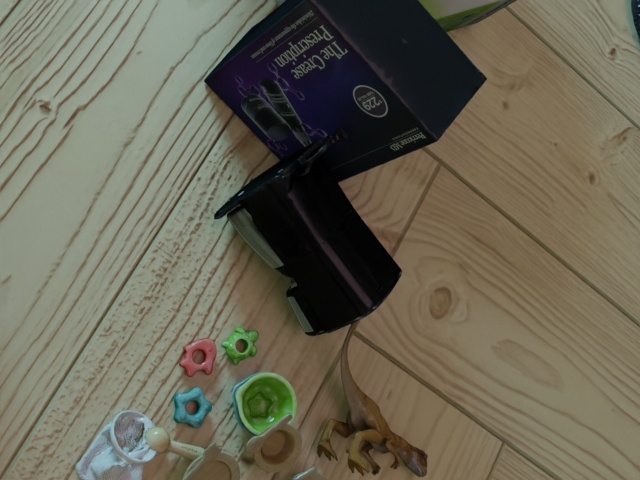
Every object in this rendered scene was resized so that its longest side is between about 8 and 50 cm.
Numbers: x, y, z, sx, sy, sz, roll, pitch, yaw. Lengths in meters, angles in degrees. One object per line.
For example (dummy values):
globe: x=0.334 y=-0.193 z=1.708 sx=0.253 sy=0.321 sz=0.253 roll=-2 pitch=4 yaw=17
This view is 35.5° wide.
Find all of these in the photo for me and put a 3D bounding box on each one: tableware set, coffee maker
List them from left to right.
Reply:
tableware set: x=-0.062 y=0.261 z=1.034 sx=0.141 sy=0.020 sz=0.168 roll=-33 pitch=118 yaw=-18
coffee maker: x=0.000 y=0.000 z=1.052 sx=0.120 sy=0.171 sz=0.178 roll=-43 pitch=102 yaw=-28

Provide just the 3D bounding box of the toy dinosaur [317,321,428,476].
toy dinosaur: x=0.044 y=0.194 z=1.113 sx=0.112 sy=0.064 sz=0.211 roll=-49 pitch=118 yaw=-36

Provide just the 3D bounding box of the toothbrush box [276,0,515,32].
toothbrush box: x=0.085 y=-0.342 z=1.185 sx=0.283 sy=0.122 sz=0.206 roll=-21 pitch=92 yaw=-30

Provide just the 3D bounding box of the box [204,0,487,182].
box: x=0.016 y=-0.167 z=1.038 sx=0.184 sy=0.261 sz=0.103 roll=43 pitch=65 yaw=-15

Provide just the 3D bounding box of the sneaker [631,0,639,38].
sneaker: x=0.514 y=-0.282 z=1.442 sx=0.209 sy=0.069 sz=0.082 roll=61 pitch=28 yaw=3

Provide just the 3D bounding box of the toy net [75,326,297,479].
toy net: x=-0.141 y=0.175 z=1.021 sx=0.232 sy=0.045 sz=0.122 roll=-22 pitch=93 yaw=-29
